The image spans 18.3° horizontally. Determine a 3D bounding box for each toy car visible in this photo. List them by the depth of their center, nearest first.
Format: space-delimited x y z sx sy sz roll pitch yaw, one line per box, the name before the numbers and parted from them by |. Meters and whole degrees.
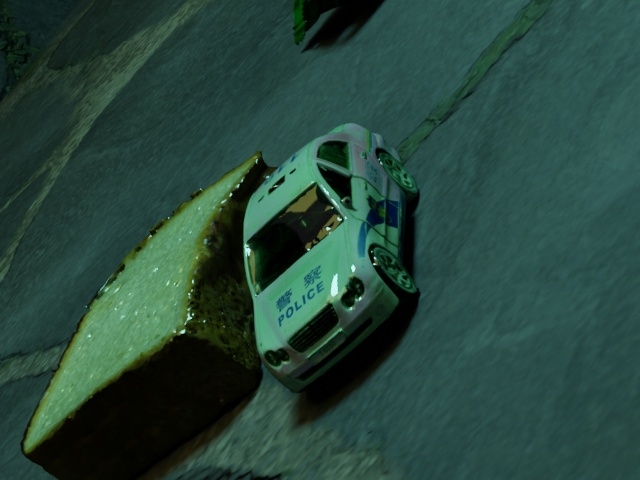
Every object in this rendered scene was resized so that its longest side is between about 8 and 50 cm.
toy car | 0.000 0.000 1.141 0.090 0.076 0.224 -40 17 19

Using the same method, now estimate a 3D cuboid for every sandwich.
sandwich | -0.096 0.056 1.281 0.186 0.065 0.215 -39 18 29

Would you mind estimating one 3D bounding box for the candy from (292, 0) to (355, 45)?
candy | 0.043 -0.265 1.674 0.203 0.078 0.141 -47 15 -18
